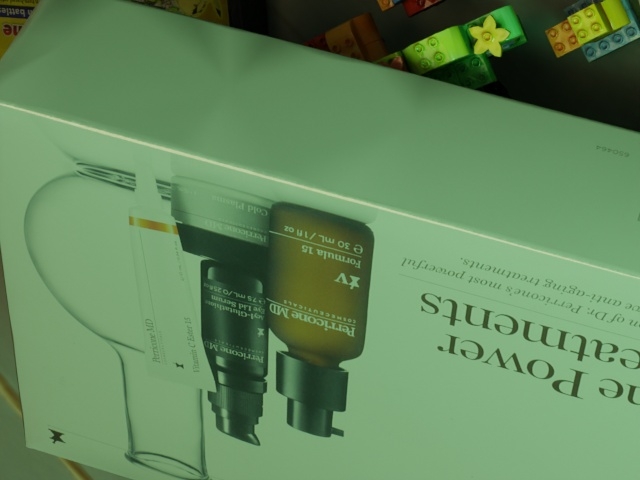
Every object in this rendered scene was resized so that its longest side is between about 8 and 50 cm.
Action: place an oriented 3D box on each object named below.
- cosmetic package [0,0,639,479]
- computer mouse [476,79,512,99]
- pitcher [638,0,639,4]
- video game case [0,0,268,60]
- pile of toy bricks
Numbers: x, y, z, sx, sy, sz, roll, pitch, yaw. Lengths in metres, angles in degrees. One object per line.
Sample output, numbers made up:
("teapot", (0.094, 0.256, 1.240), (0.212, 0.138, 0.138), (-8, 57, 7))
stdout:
("cosmetic package", (0.025, 0.044, 0.990), (0.377, 0.097, 0.284), (15, 141, 11))
("computer mouse", (0.000, 0.000, 1.120), (0.272, 0.072, 0.188), (-3, 106, 21))
("pitcher", (0.226, -0.155, 0.874), (0.178, 0.125, 0.207), (57, 131, 46))
("video game case", (-0.160, -0.214, 1.150), (0.275, 0.035, 0.248), (8, 113, 30))
("pile of toy bricks", (0.060, -0.092, 0.975), (0.212, 0.105, 0.118), (-26, 88, 23))
